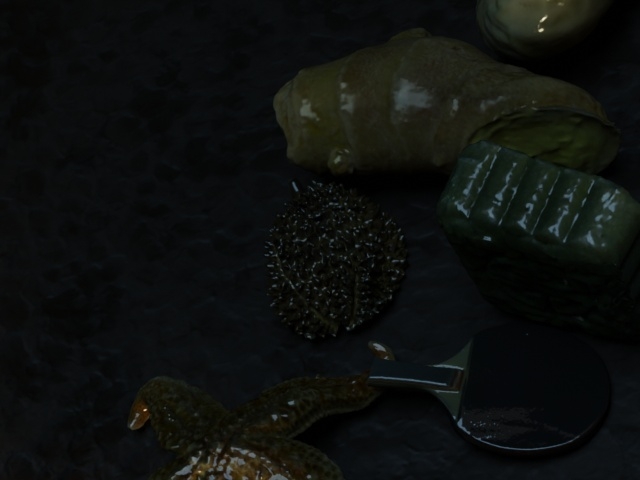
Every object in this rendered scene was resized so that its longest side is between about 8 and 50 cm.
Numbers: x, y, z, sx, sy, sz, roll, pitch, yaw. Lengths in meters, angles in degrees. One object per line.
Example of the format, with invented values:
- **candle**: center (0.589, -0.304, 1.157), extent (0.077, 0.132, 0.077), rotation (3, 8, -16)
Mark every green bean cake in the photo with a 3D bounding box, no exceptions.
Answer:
- **green bean cake**: center (0.210, 0.006, 1.602), extent (0.185, 0.183, 0.094), rotation (15, 67, 29)

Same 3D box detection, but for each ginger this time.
- **ginger**: center (0.122, -0.121, 1.766), extent (0.354, 0.126, 0.190), rotation (14, 55, 27)

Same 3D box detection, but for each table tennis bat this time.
- **table tennis bat**: center (0.151, 0.129, 1.631), extent (0.220, 0.019, 0.130), rotation (6, 58, 15)

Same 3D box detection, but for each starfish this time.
- **starfish**: center (-0.078, 0.210, 1.640), extent (0.375, 0.094, 0.327), rotation (-32, 48, -14)

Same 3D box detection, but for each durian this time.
- **durian**: center (0.000, 0.000, 1.752), extent (0.148, 0.091, 0.188), rotation (-27, 50, 4)

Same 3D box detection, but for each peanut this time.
- **peanut**: center (0.265, -0.312, 1.810), extent (0.152, 0.152, 0.313), rotation (34, 75, 36)
